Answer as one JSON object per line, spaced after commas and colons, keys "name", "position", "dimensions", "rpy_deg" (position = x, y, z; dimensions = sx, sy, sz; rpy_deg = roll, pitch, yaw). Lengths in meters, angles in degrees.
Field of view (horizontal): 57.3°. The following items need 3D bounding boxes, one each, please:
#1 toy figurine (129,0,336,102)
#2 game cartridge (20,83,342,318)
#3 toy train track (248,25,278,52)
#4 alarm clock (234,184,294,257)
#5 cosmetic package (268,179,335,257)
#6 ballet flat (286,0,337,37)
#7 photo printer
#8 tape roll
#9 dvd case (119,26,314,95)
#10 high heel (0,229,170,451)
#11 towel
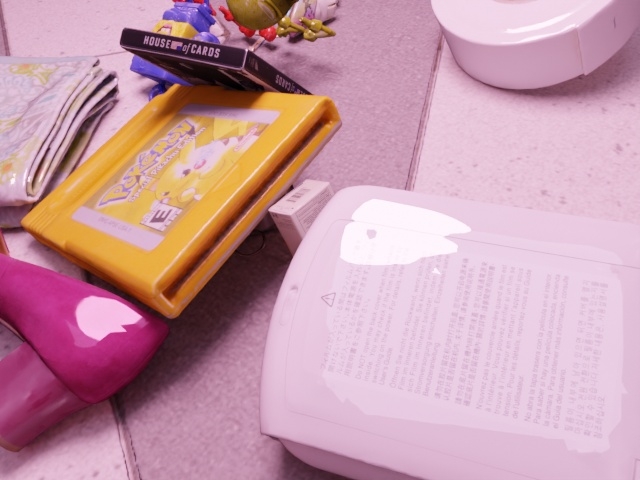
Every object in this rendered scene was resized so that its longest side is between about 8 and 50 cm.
{"name": "toy figurine", "position": [-0.184, -0.290, 0.913], "dimensions": [0.363, 0.191, 0.217], "rpy_deg": [25, 88, 38]}
{"name": "game cartridge", "position": [-0.176, -0.077, 0.683], "dimensions": [0.324, 0.052, 0.285], "rpy_deg": [18, 60, 40]}
{"name": "toy train track", "position": [-0.103, -0.354, 1.016], "dimensions": [0.048, 0.014, 0.083], "rpy_deg": [14, 53, 21]}
{"name": "alarm clock", "position": [-0.096, -0.054, 0.718], "dimensions": [0.129, 0.064, 0.192], "rpy_deg": [-13, 51, -3]}
{"name": "cosmetic package", "position": [0.000, 0.000, 0.611], "dimensions": [0.060, 0.115, 0.041], "rpy_deg": [-40, 31, -26]}
{"name": "ballet flat", "position": [-0.008, -0.431, 1.039], "dimensions": [0.079, 0.077, 0.221], "rpy_deg": [14, 49, -4]}
{"name": "photo printer", "position": [0.107, 0.086, 0.495], "dimensions": [0.308, 0.107, 0.256], "rpy_deg": [10, 67, 17]}
{"name": "tape roll", "position": [0.305, -0.357, 0.823], "dimensions": [0.286, 0.100, 0.286], "rpy_deg": [-13, 60, 23]}
{"name": "dvd case", "position": [-0.113, -0.211, 0.767], "dimensions": [0.179, 0.239, 0.029], "rpy_deg": [17, 94, 22]}
{"name": "high heel", "position": [-0.311, 0.023, 0.636], "dimensions": [0.181, 0.127, 0.377], "rpy_deg": [-35, 66, -8]}
{"name": "towel", "position": [-0.518, -0.157, 0.860], "dimensions": [0.375, 0.090, 0.320], "rpy_deg": [0, 48, 10]}
